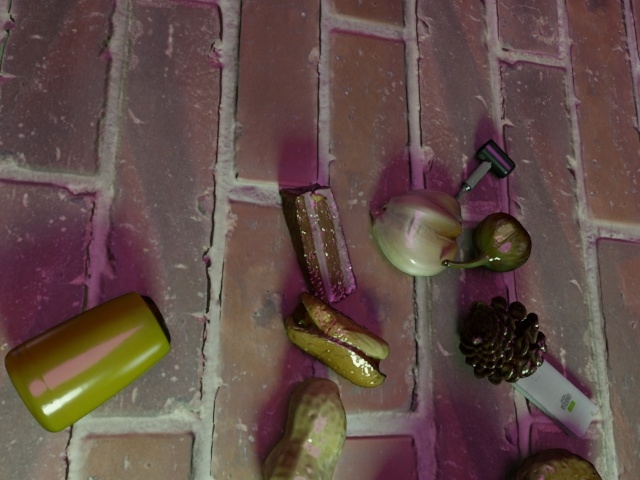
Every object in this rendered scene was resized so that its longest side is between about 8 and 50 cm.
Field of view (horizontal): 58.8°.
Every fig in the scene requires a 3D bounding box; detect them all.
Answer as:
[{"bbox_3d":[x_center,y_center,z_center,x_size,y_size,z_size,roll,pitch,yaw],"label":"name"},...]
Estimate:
[{"bbox_3d":[0.396,0.026,1.363,0.245,0.149,0.149,-24,84,-31],"label":"fig"}]

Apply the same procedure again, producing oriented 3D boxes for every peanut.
[{"bbox_3d":[-0.029,0.436,1.158,0.149,0.149,0.313,23,71,-9],"label":"peanut"}]

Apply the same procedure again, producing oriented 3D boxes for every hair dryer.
[{"bbox_3d":[0.414,-0.166,1.483,0.197,0.057,0.100,-44,91,-12],"label":"hair dryer"}]

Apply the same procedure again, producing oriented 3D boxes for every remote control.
[{"bbox_3d":[0.564,0.370,1.396,0.250,0.034,0.103,40,69,-3],"label":"remote control"}]

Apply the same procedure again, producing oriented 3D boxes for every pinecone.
[{"bbox_3d":[0.427,0.232,1.312,0.207,0.208,0.208,4,76,-15],"label":"pinecone"}]

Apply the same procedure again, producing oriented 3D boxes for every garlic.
[{"bbox_3d":[0.239,-0.025,1.363,0.227,0.110,0.218,10,78,-14],"label":"garlic"}]

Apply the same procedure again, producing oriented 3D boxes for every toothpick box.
[{"bbox_3d":[-0.424,0.216,1.077,0.271,0.175,0.175,-31,87,-24],"label":"toothpick box"}]

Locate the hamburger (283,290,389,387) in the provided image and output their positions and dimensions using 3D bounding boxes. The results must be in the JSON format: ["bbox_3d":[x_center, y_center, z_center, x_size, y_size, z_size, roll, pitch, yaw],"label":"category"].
[{"bbox_3d":[0.044,0.229,1.229,0.262,0.131,0.124,32,90,-6],"label":"hamburger"}]

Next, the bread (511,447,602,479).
[{"bbox_3d":[0.536,0.587,1.289,0.229,0.123,0.230,4,71,-12],"label":"bread"}]

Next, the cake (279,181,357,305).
[{"bbox_3d":[0.000,0.000,1.293,0.115,0.113,0.296,-18,88,-17],"label":"cake"}]
